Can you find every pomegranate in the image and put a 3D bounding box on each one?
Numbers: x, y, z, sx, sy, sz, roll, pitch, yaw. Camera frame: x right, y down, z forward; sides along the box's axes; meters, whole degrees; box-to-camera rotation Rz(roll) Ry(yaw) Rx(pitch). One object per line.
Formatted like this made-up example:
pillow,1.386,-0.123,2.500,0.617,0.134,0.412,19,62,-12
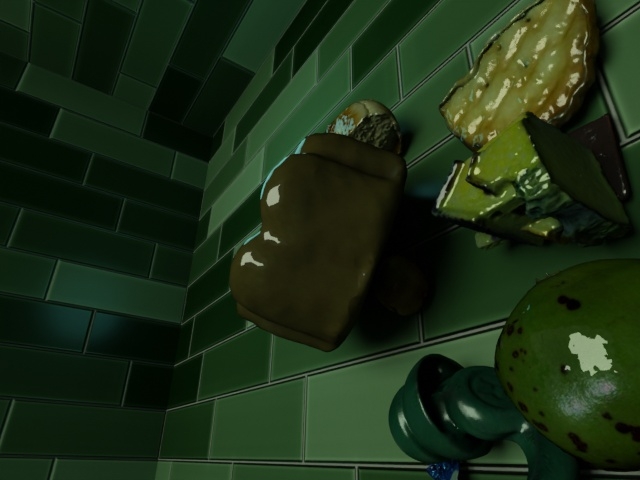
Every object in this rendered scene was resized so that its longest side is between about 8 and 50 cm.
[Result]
pomegranate,0.336,0.144,0.483,0.254,0.254,0.270,-53,44,30

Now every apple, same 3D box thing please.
apple,0.161,0.093,0.907,0.102,0.126,0.126,-50,28,-8

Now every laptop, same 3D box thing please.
laptop,0.391,-0.097,0.726,0.207,0.026,0.154,-30,52,52

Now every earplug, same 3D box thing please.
earplug,0.226,0.295,0.669,0.280,0.164,0.257,-45,53,41

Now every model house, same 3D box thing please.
model house,0.289,-0.048,0.652,0.211,0.194,0.170,-40,47,44

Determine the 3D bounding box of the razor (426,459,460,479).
razor,0.252,0.450,0.630,0.093,0.056,0.324,-59,32,19

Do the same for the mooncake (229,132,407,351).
mooncake,0.000,0.000,0.953,0.467,0.262,0.467,22,-90,-86

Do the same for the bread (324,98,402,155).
bread,0.083,-0.238,1.176,0.314,0.171,0.192,-53,32,29

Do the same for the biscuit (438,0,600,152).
biscuit,0.366,-0.313,0.840,0.335,0.078,0.329,-1,76,60
